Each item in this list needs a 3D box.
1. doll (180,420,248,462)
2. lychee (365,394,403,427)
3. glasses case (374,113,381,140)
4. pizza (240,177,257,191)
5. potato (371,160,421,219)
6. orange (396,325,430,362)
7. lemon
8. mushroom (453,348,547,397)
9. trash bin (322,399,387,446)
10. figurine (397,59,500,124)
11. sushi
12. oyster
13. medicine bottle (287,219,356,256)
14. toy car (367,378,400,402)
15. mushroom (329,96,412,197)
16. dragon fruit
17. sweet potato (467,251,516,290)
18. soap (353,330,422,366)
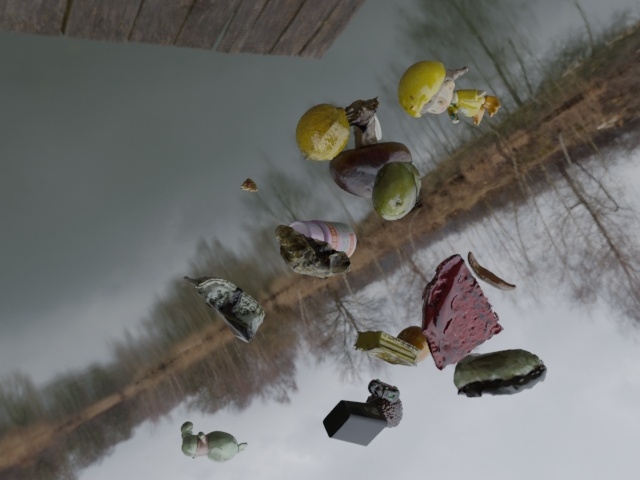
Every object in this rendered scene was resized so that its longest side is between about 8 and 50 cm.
[{"bbox_3d":[-0.431,0.813,1.729,0.113,0.275,0.154,-85,-162,-59],"label":"doll"},{"bbox_3d":[0.300,0.790,2.047,0.188,0.188,0.188,-29,172,-4],"label":"lychee"},{"bbox_3d":[0.237,-0.527,1.996,0.051,0.081,0.204,-35,153,1],"label":"glasses case"},{"bbox_3d":[-0.332,-0.253,2.025,0.078,0.083,0.025,-27,160,-34],"label":"pizza"},{"bbox_3d":[0.229,-0.149,1.319,0.144,0.169,0.248,6,-155,9],"label":"potato"},{"bbox_3d":[0.379,0.427,1.784,0.159,0.136,0.159,-44,-173,7],"label":"orange"},{"bbox_3d":[0.007,-0.395,1.611,0.231,0.192,0.192,-51,166,16],"label":"lemon"},{"bbox_3d":[0.563,0.418,1.434,0.248,0.129,0.344,-23,170,-16],"label":"mushroom"},{"bbox_3d":[0.144,0.776,1.877,0.226,0.115,0.165,27,109,-35],"label":"trash bin"},{"bbox_3d":[0.441,-0.509,1.557,0.344,0.187,0.215,15,154,-12],"label":"figurine"},{"bbox_3d":[-0.273,0.174,1.301,0.109,0.273,0.134,-45,-171,-22],"label":"sushi"},{"bbox_3d":[-0.024,0.038,1.552,0.295,0.166,0.094,12,148,-8],"label":"oyster"},{"bbox_3d":[0.000,0.000,2.324,0.219,0.219,0.388,-34,157,33],"label":"medicine bottle"},{"bbox_3d":[0.272,0.648,1.883,0.055,0.142,0.069,-98,-149,-81],"label":"toy car"},{"bbox_3d":[0.183,-0.353,1.827,0.331,0.356,0.334,-31,170,14],"label":"mushroom"},{"bbox_3d":[0.438,0.185,1.367,0.240,0.330,0.302,-3,-160,17],"label":"dragon fruit"},{"bbox_3d":[0.718,0.149,1.888,0.058,0.255,0.078,-47,174,-49],"label":"sweet potato"},{"bbox_3d":[0.247,0.399,1.607,0.233,0.076,0.135,28,155,-32],"label":"soap"}]
